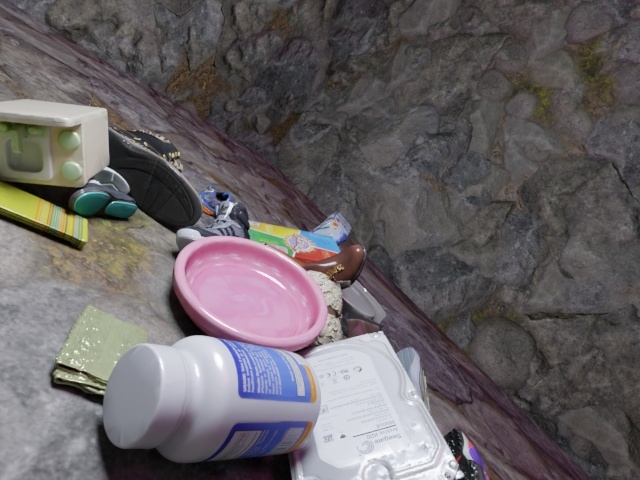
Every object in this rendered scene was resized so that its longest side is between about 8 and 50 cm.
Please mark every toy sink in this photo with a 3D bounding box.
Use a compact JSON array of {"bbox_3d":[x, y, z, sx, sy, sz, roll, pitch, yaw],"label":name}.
[{"bbox_3d":[-0.503,-0.179,0.780,0.152,0.131,0.234,3,20,-14],"label":"toy sink"}]

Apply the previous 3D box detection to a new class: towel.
[{"bbox_3d":[-0.296,0.153,0.579,0.110,0.027,0.148,35,13,-26],"label":"towel"},{"bbox_3d":[-0.514,-0.061,0.709,0.237,0.021,0.102,32,9,-37],"label":"towel"}]

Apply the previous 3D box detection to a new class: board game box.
[{"bbox_3d":[-0.090,0.032,1.353,0.316,0.064,0.242,11,20,-17],"label":"board game box"}]

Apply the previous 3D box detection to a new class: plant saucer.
[{"bbox_3d":[-0.148,0.119,0.888,0.332,0.084,0.332,23,25,-11],"label":"plant saucer"}]

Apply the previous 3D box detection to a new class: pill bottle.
[{"bbox_3d":[-0.134,0.212,0.571,0.272,0.152,0.152,29,16,-48],"label":"pill bottle"}]

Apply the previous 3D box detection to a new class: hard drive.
[{"bbox_3d":[0.053,0.297,0.712,0.339,0.236,0.064,-115,-166,-63],"label":"hard drive"}]

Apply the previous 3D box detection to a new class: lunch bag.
[{"bbox_3d":[0.000,0.000,1.691,0.115,0.243,0.303,53,12,-1],"label":"lunch bag"}]

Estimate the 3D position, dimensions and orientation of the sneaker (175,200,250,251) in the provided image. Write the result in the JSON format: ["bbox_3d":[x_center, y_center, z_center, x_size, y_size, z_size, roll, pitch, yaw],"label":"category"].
[{"bbox_3d":[-0.264,-0.033,1.070,0.268,0.101,0.153,28,59,-65],"label":"sneaker"}]

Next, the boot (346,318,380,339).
[{"bbox_3d":[0.158,0.321,1.084,0.248,0.090,0.207,25,54,-35],"label":"boot"}]

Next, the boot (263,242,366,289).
[{"bbox_3d":[-0.046,0.058,1.157,0.280,0.264,0.096,29,38,-36],"label":"boot"}]

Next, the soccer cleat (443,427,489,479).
[{"bbox_3d":[0.354,0.568,0.988,0.116,0.108,0.318,46,8,4],"label":"soccer cleat"}]

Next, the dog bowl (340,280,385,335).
[{"bbox_3d":[0.075,0.203,1.477,0.348,0.102,0.349,40,11,-9],"label":"dog bowl"}]

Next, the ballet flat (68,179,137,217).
[{"bbox_3d":[-0.456,-0.087,0.863,0.074,0.074,0.203,42,2,6],"label":"ballet flat"}]

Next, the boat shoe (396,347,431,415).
[{"bbox_3d":[0.269,0.436,1.277,0.094,0.109,0.302,55,18,-9],"label":"boat shoe"}]

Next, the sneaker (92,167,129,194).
[{"bbox_3d":[-0.519,-0.161,0.995,0.152,0.054,0.061,36,9,-22],"label":"sneaker"}]

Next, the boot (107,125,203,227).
[{"bbox_3d":[-0.450,-0.192,1.159,0.377,0.138,0.284,34,11,-4],"label":"boot"}]

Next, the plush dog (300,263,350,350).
[{"bbox_3d":[-0.007,0.194,1.071,0.262,0.210,0.225,33,37,-38],"label":"plush dog"}]

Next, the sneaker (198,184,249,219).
[{"bbox_3d":[-0.316,-0.112,1.415,0.221,0.087,0.083,27,18,-51],"label":"sneaker"}]
